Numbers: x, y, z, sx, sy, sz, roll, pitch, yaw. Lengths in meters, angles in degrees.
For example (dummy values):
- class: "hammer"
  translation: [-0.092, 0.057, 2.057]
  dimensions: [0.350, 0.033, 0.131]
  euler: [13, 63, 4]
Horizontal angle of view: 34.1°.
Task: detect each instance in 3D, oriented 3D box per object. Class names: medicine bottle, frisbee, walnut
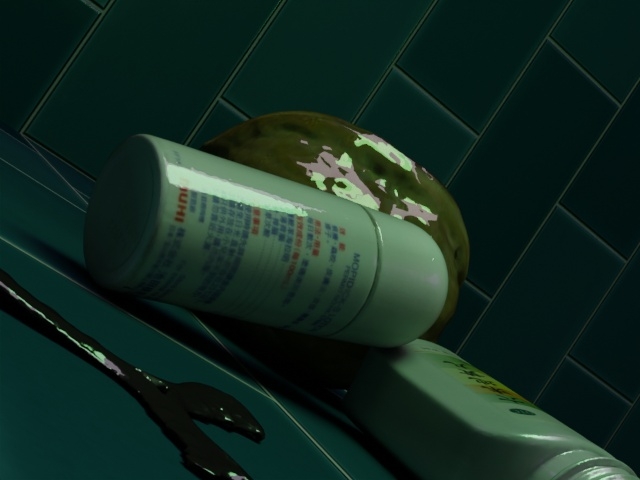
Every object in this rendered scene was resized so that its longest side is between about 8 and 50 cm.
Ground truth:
- class: "medicine bottle"
  translation: [0.158, 0.196, 0.926]
  dimensions: [0.179, 0.124, 0.324]
  euler: [27, 3, -28]
- class: "frisbee"
  translation: [-0.078, 0.084, 0.549]
  dimensions: [0.211, 0.012, 0.187]
  euler: [37, -3, -38]
- class: "medicine bottle"
  translation: [-0.028, 0.014, 0.920]
  dimensions: [0.340, 0.130, 0.130]
  euler: [16, 9, -36]
- class: "walnut"
  translation: [-0.002, 0.002, 1.194]
  dimensions: [0.344, 0.306, 0.306]
  euler: [41, -3, -9]
